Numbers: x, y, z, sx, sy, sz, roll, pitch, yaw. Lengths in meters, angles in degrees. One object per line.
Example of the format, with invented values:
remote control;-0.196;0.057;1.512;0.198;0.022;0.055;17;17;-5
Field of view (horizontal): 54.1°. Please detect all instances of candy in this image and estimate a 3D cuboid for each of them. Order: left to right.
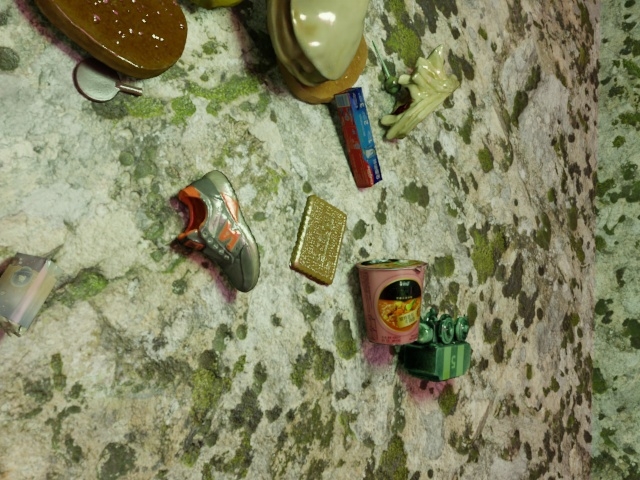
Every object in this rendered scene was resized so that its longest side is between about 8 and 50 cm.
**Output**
candy;0.231;-0.622;2.242;0.061;0.061;0.202;-27;93;-41

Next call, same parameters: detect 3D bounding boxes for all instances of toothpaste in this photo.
toothpaste;0.126;-0.333;2.047;0.076;0.066;0.320;-32;117;-40

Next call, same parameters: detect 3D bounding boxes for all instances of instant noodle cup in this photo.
instant noodle cup;0.229;0.193;2.005;0.244;0.244;0.255;-7;96;-42

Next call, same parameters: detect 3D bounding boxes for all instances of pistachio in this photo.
pistachio;-0.002;-0.668;1.784;0.365;0.281;0.445;14;82;-57

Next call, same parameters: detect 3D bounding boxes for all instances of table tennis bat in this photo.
table tennis bat;-0.488;-0.391;1.505;0.170;0.119;0.107;8;80;-39

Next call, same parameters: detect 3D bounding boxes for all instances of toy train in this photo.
toy train;0.402;0.358;2.156;0.299;0.167;0.238;7;87;-50

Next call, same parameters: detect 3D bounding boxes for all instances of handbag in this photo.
handbag;-0.627;0.111;1.303;0.095;0.117;0.173;51;54;-48

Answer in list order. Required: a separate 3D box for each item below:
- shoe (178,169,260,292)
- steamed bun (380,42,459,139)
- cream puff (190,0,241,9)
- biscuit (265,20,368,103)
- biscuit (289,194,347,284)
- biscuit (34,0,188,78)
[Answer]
shoe;-0.280;-0.005;1.634;0.171;0.132;0.336;-24;98;-37
steamed bun;0.367;-0.544;2.230;0.189;0.247;0.428;51;55;-6
cream puff;-0.249;-0.747;1.654;0.323;0.270;0.274;-27;129;-66
biscuit;-0.008;-0.630;2.010;0.385;0.062;0.365;-39;111;-37
biscuit;0.000;0.000;1.945;0.172;0.029;0.254;29;65;-36
biscuit;-0.507;-0.587;1.547;0.394;0.070;0.350;41;51;-27
